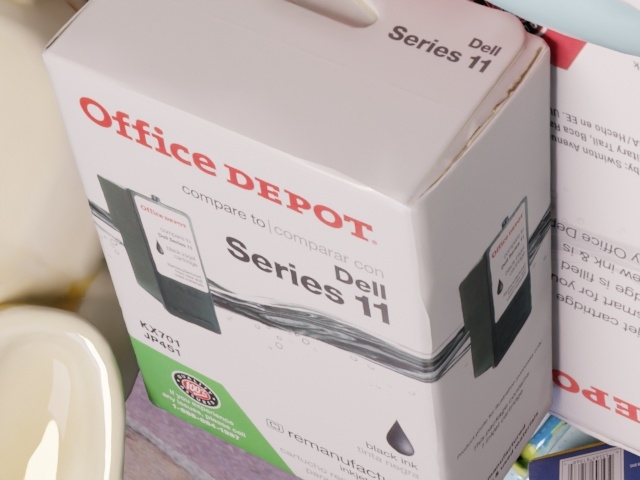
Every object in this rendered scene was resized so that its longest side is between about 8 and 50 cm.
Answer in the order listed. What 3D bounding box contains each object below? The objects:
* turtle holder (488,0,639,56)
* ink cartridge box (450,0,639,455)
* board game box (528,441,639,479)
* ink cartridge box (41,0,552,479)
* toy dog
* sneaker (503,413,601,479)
[{"bbox_3d":[0.062,-0.159,0.412,0.320,0.243,0.227,8,156,35],"label":"turtle holder"},{"bbox_3d":[0.152,-0.030,0.621,0.197,0.114,0.273,24,148,32],"label":"ink cartridge box"},{"bbox_3d":[0.221,0.154,0.796,0.194,0.060,0.194,-18,131,25],"label":"board game box"},{"bbox_3d":[0.000,0.000,0.636,0.153,0.087,0.208,23,147,25],"label":"ink cartridge box"},{"bbox_3d":[-0.218,-0.025,0.878,0.285,0.395,0.408,11,-174,-6],"label":"toy dog"},{"bbox_3d":[0.074,0.034,0.821,0.208,0.127,0.319,36,163,17],"label":"sneaker"}]
